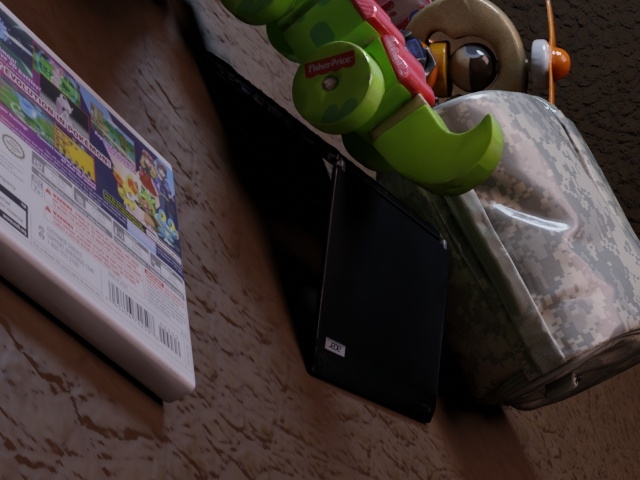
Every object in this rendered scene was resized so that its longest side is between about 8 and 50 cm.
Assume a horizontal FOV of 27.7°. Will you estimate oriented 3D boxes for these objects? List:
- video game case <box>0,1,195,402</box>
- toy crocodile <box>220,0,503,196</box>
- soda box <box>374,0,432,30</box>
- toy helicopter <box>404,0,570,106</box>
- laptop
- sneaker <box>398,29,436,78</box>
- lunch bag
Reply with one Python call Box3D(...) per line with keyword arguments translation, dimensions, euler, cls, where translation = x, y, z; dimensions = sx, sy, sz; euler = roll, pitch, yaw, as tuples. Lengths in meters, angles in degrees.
Box3D(translation=(-0.140, -0.033, 0.685), dimensions=(0.201, 0.023, 0.183), euler=(45, 22, -40), cls="video game case")
Box3D(translation=(0.013, -0.160, 1.014), dimensions=(0.340, 0.105, 0.115), euler=(56, 12, 31), cls="toy crocodile")
Box3D(translation=(0.073, -0.399, 1.810), dimensions=(0.083, 0.092, 0.263), euler=(39, 27, -51), cls="soda box")
Box3D(translation=(0.237, -0.151, 1.634), dimensions=(0.355, 0.235, 0.140), euler=(61, 16, -1), cls="toy helicopter")
Box3D(translation=(0.000, 0.000, 1.067), dimensions=(0.264, 0.137, 0.234), euler=(40, 4, 31), cls="laptop")
Box3D(translation=(0.067, -0.205, 1.471), dimensions=(0.081, 0.090, 0.232), euler=(63, 16, 6), cls="sneaker")
Box3D(translation=(0.187, 0.007, 1.260), dimensions=(0.305, 0.212, 0.256), euler=(64, 16, 14), cls="lunch bag")
